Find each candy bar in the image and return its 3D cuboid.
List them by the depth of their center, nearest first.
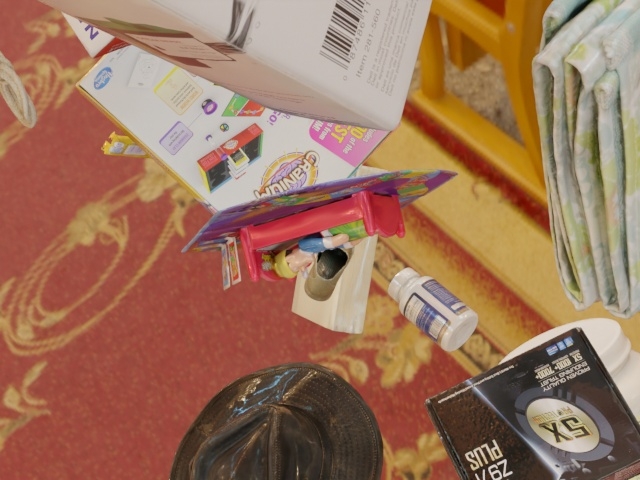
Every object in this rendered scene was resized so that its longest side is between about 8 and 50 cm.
[{"bbox_3d":[-0.225,-0.128,1.389,0.040,0.161,0.018,-48,58,36],"label":"candy bar"}]

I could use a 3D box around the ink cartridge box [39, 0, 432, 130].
[{"bbox_3d":[-0.035,-0.154,0.422,0.092,0.219,0.160,14,88,35],"label":"ink cartridge box"}]

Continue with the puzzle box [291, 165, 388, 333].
[{"bbox_3d":[0.025,0.015,1.798,0.052,0.409,0.272,10,89,-11],"label":"puzzle box"}]

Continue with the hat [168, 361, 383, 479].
[{"bbox_3d":[-0.087,0.302,1.367,0.331,0.134,0.331,-9,62,18],"label":"hat"}]

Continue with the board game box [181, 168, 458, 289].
[{"bbox_3d":[0.000,0.000,0.554,0.133,0.168,0.033,-10,83,-19],"label":"board game box"}]

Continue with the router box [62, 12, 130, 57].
[{"bbox_3d":[-0.217,-0.409,1.038,0.301,0.335,0.082,-32,4,37],"label":"router box"}]

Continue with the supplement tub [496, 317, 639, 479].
[{"bbox_3d":[0.410,0.302,1.482,0.235,0.325,0.235,-26,8,4],"label":"supplement tub"}]

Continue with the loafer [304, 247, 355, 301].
[{"bbox_3d":[0.021,0.014,1.395,0.056,0.050,0.148,21,61,-9],"label":"loafer"}]

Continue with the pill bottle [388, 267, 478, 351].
[{"bbox_3d":[0.151,0.091,1.381,0.067,0.067,0.120,-41,59,-15],"label":"pill bottle"}]

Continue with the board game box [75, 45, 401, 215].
[{"bbox_3d":[-0.098,-0.162,1.239,0.316,0.064,0.242,43,83,-4],"label":"board game box"}]

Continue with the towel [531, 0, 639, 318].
[{"bbox_3d":[0.333,-0.145,0.900,0.374,0.320,0.090,-40,46,-21],"label":"towel"}]

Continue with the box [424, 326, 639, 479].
[{"bbox_3d":[0.218,0.197,1.022,0.180,0.077,0.147,-25,62,1],"label":"box"}]

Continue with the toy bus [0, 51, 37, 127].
[{"bbox_3d":[-0.258,-0.153,0.525,0.104,0.191,0.202,-31,52,-21],"label":"toy bus"}]
